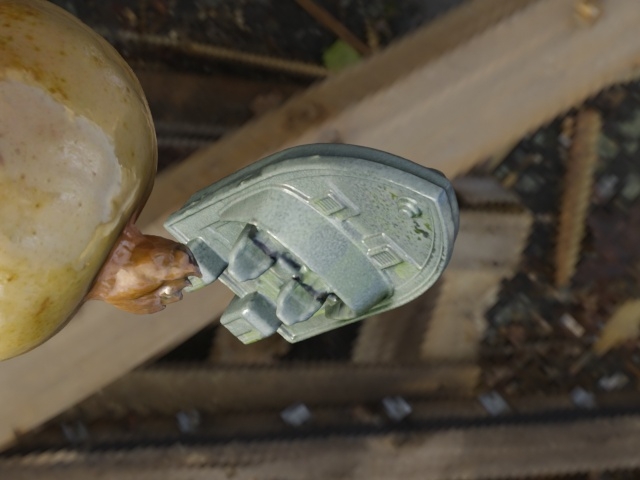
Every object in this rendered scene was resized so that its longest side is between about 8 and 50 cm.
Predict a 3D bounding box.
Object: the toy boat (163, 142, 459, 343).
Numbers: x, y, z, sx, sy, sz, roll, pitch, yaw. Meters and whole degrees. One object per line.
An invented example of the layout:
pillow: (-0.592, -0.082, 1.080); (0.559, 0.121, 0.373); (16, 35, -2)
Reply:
toy boat: (0.000, 0.000, 1.353); (0.141, 0.319, 0.092); (43, 61, -14)

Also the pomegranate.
pomegranate: (-0.186, -0.036, 1.023); (0.207, 0.207, 0.207); (-13, 124, -21)
